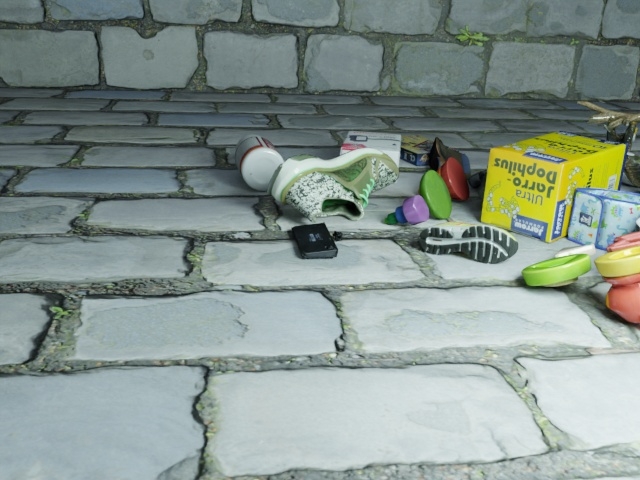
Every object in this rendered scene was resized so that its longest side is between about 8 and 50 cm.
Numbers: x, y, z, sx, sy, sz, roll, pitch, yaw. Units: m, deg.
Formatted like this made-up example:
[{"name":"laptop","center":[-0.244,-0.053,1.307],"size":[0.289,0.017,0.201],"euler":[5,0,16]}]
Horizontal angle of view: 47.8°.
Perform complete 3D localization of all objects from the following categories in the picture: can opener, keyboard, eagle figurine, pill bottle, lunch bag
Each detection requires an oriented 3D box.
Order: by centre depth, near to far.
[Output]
[{"name":"keyboard","center":[0.000,0.000,1.590],"size":[0.108,0.023,0.180],"euler":[-7,22,-7]},{"name":"lunch bag","center":[0.648,-0.048,1.644],"size":[0.151,0.128,0.096],"euler":[14,23,26]},{"name":"can opener","center":[0.451,-0.140,1.983],"size":[0.095,0.076,0.283],"euler":[-25,11,23]},{"name":"eagle figurine","center":[0.833,-0.235,2.025],"size":[0.225,0.298,0.226],"euler":[-16,41,-6]},{"name":"pill bottle","center":[-0.176,-0.225,2.028],"size":[0.121,0.121,0.221],"euler":[-2,21,-13]}]

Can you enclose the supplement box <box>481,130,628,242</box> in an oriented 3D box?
[{"name":"supplement box","center":[0.588,-0.145,1.801],"size":[0.194,0.195,0.357],"euler":[21,28,40]}]

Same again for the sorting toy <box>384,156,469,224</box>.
[{"name":"sorting toy","center":[0.261,-0.107,1.843],"size":[0.126,0.127,0.365],"euler":[-19,9,35]}]

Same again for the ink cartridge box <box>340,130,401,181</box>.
[{"name":"ink cartridge box","center":[0.153,-0.256,2.179],"size":[0.172,0.100,0.237],"euler":[5,21,6]}]

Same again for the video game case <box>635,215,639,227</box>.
[{"name":"video game case","center":[0.743,0.000,1.544],"size":[0.157,0.019,0.143],"euler":[54,37,7]}]

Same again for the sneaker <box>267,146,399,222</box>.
[{"name":"sneaker","center":[0.065,-0.114,1.811],"size":[0.410,0.158,0.182],"euler":[-13,57,-40]}]

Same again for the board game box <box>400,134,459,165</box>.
[{"name":"board game box","center":[0.323,-0.303,2.410],"size":[0.165,0.042,0.243],"euler":[-8,23,-25]}]

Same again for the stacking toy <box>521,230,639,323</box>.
[{"name":"stacking toy","center":[0.565,0.078,1.402],"size":[0.280,0.130,0.309],"euler":[-15,2,41]}]

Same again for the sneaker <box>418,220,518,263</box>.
[{"name":"sneaker","center":[0.326,-0.008,1.568],"size":[0.209,0.081,0.094],"euler":[10,20,20]}]

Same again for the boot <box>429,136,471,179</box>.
[{"name":"boot","center":[0.395,-0.244,2.211],"size":[0.106,0.082,0.219],"euler":[12,36,-5]}]

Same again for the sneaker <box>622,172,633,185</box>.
[{"name":"sneaker","center":[0.980,-0.202,2.147],"size":[0.080,0.094,0.212],"euler":[-15,26,-36]}]
